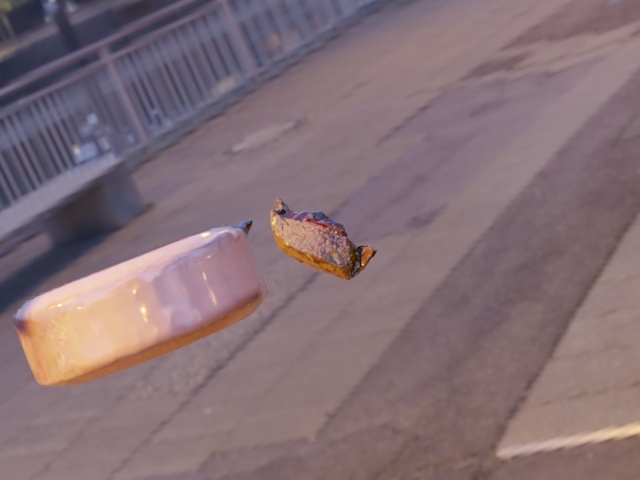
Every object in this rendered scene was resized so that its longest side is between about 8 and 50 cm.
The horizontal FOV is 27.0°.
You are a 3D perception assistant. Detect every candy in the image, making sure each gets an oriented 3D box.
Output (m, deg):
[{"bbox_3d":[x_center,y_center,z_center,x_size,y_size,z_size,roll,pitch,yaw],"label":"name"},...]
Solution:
[{"bbox_3d":[-0.167,0.060,1.300,0.255,0.094,0.255,-21,2,1],"label":"candy"}]

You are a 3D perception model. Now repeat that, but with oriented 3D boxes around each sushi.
[{"bbox_3d":[0.000,0.000,1.110,0.047,0.099,0.050,-63,-11,-8],"label":"sushi"}]
